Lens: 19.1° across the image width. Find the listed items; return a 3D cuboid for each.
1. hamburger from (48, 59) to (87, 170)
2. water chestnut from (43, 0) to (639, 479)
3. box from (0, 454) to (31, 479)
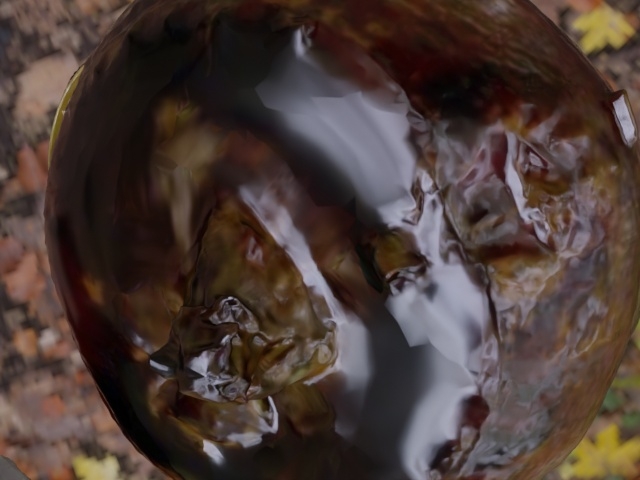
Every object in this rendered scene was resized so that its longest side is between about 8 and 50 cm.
[{"bbox_3d":[-0.151,-0.081,1.689,0.137,0.175,0.175,15,115,-36],"label":"hamburger"},{"bbox_3d":[0.000,0.000,0.996,0.302,0.350,0.350,-33,141,-53],"label":"water chestnut"},{"bbox_3d":[-0.290,0.195,1.191,0.262,0.291,0.206,-28,167,-10],"label":"box"}]
